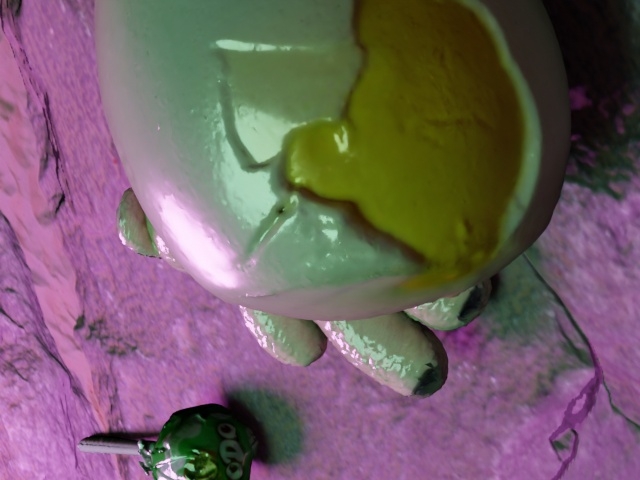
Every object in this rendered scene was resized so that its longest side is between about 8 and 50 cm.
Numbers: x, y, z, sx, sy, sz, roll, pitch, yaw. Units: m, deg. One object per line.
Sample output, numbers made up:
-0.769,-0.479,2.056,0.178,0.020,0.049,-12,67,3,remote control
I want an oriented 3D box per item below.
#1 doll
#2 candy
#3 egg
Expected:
-0.002,0.004,1.466,0.278,0.175,0.149,37,178,16,doll
-0.158,0.200,1.835,0.323,0.097,0.097,-5,111,61,candy
-0.001,-0.112,1.222,0.283,0.283,0.345,-39,73,55,egg
